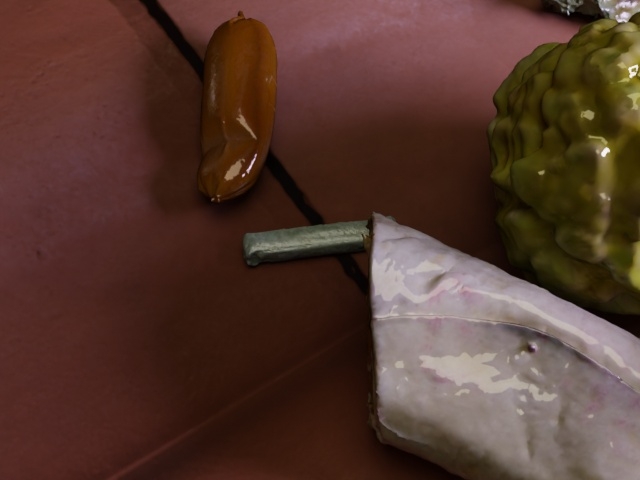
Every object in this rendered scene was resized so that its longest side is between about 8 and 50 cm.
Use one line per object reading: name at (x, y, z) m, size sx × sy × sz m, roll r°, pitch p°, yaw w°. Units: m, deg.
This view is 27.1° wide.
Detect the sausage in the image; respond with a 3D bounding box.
sausage at (-0.065, -0.106, 1.063) m, size 0.062 × 0.054 × 0.183 m, roll -15°, pitch 59°, yaw 27°

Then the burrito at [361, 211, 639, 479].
burrito at (0.142, 0.104, 0.913) m, size 0.299 × 0.105 × 0.143 m, roll 24°, pitch 92°, yaw 9°

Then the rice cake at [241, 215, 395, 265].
rice cake at (0.000, 0.000, 1.024) m, size 0.121 × 0.021 × 0.022 m, roll -7°, pitch 57°, yaw -8°

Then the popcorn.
popcorn at (0.236, -0.057, 0.964) m, size 0.259 × 0.259 × 0.212 m, roll -20°, pitch 49°, yaw -12°

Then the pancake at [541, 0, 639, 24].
pancake at (0.364, -0.221, 1.141) m, size 0.376 × 0.054 × 0.197 m, roll -11°, pitch 62°, yaw -6°
